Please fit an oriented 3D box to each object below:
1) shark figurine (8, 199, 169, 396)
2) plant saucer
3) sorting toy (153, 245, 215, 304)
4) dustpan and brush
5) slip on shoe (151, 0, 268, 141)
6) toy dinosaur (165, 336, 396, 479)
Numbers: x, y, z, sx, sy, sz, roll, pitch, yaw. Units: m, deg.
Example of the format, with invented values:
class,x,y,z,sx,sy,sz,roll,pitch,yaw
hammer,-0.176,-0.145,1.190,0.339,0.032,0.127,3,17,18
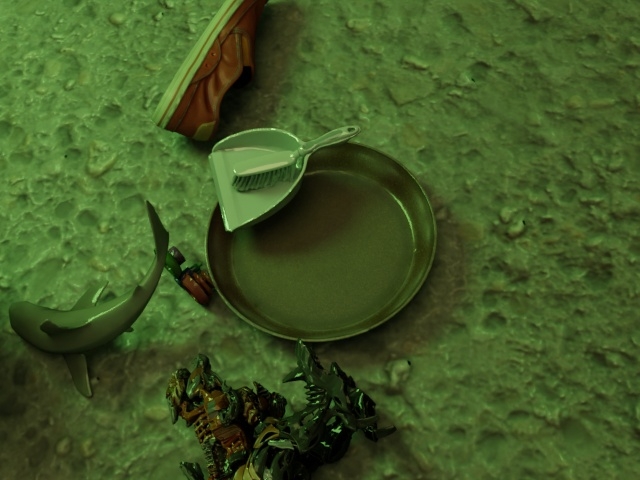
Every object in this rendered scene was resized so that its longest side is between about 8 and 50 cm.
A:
class,x,y,z,sx,sy,sz,roll,pitch,yaw
shark figurine,-0.285,0.083,0.964,0.278,0.116,0.166,-31,67,14
plant saucer,0.000,0.000,1.051,0.311,0.050,0.310,-2,61,4
sorting toy,-0.176,0.039,1.042,0.042,0.061,0.102,-41,87,-17
dustpan and brush,-0.045,-0.109,1.056,0.211,0.060,0.147,-16,60,-3
slip on shoe,-0.146,-0.283,1.204,0.101,0.123,0.331,31,59,-14
toy dinosaur,-0.039,0.242,0.891,0.322,0.164,0.218,44,87,6
